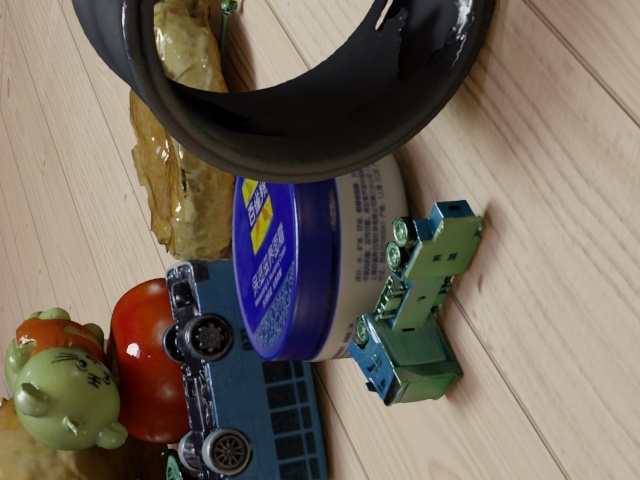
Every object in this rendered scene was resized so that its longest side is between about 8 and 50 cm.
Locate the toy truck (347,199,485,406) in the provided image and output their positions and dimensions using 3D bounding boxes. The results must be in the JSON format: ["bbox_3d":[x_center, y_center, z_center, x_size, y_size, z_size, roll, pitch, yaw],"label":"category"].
[{"bbox_3d":[0.083,0.051,1.171,0.081,0.067,0.175,63,146,38],"label":"toy truck"}]

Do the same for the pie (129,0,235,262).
[{"bbox_3d":[-0.163,-0.129,1.768,0.339,0.083,0.339,174,90,-73],"label":"pie"}]

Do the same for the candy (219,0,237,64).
[{"bbox_3d":[-0.101,-0.253,1.675,0.185,0.049,0.055,102,-172,-54],"label":"candy"}]

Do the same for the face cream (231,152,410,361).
[{"bbox_3d":[0.000,0.000,1.313,0.206,0.111,0.206,179,90,-70],"label":"face cream"}]

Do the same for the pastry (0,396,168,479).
[{"bbox_3d":[-0.309,0.372,1.859,0.409,0.245,0.409,-9,-90,-76],"label":"pastry"}]

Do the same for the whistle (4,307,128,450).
[{"bbox_3d":[-0.289,0.146,1.716,0.106,0.131,0.288,-58,25,12],"label":"whistle"}]

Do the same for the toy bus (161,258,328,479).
[{"bbox_3d":[-0.073,0.131,1.492,0.116,0.133,0.234,163,99,-71],"label":"toy bus"}]

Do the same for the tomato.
[{"bbox_3d":[-0.172,0.137,1.757,0.195,0.136,0.195,177,90,-72],"label":"tomato"}]

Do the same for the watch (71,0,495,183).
[{"bbox_3d":[-0.006,-0.220,1.102,0.314,0.335,0.327,47,155,52],"label":"watch"}]

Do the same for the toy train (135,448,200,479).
[{"bbox_3d":[-0.119,0.328,1.665,0.301,0.120,0.202,133,128,-62],"label":"toy train"}]

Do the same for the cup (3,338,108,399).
[{"bbox_3d":[-0.311,0.253,2.136,0.241,0.185,0.226,-32,63,31],"label":"cup"}]
